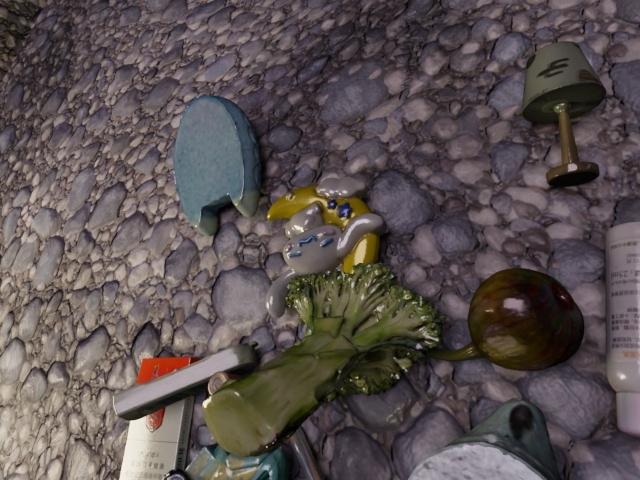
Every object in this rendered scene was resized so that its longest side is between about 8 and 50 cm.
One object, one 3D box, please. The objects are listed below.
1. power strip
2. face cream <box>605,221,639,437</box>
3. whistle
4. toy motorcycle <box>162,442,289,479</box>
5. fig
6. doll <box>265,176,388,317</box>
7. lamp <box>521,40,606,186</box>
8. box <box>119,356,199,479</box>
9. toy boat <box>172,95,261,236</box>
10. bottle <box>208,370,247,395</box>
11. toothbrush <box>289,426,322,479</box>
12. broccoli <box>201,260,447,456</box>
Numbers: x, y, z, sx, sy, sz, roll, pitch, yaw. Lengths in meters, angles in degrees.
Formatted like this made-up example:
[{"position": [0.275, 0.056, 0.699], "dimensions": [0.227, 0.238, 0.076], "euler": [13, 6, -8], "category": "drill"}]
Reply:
[{"position": [-0.244, 0.260, 0.827], "dimensions": [0.286, 0.080, 0.048], "euler": [-23, 66, -2], "category": "power strip"}, {"position": [0.413, 0.112, 0.573], "dimensions": [0.082, 0.082, 0.269], "euler": [3, 70, 29], "category": "face cream"}, {"position": [0.216, 0.400, 0.502], "dimensions": [0.188, 0.168, 0.405], "euler": [-18, 66, 21], "category": "whistle"}, {"position": [-0.145, 0.422, 0.729], "dimensions": [0.198, 0.109, 0.296], "euler": [39, 88, 24], "category": "toy motorcycle"}, {"position": [0.240, 0.137, 0.643], "dimensions": [0.245, 0.149, 0.149], "euler": [-41, 52, 37], "category": "fig"}, {"position": [0.000, 0.000, 0.821], "dimensions": [0.252, 0.111, 0.237], "euler": [-17, 70, 9], "category": "doll"}, {"position": [0.384, -0.198, 0.703], "dimensions": [0.121, 0.121, 0.215], "euler": [-7, 75, 25], "category": "lamp"}, {"position": [-0.316, 0.357, 0.878], "dimensions": [0.139, 0.035, 0.245], "euler": [-8, 66, 25], "category": "box"}, {"position": [-0.227, -0.178, 1.038], "dimensions": [0.215, 0.123, 0.330], "euler": [-26, 70, 25], "category": "toy boat"}, {"position": [-0.155, 0.261, 0.796], "dimensions": [0.045, 0.096, 0.045], "euler": [-10, 65, 23], "category": "bottle"}, {"position": [0.005, 0.390, 0.668], "dimensions": [0.037, 0.028, 0.375], "euler": [-51, 44, 16], "category": "toothbrush"}, {"position": [-0.013, 0.170, 0.622], "dimensions": [0.252, 0.361, 0.221], "euler": [-7, 97, 51], "category": "broccoli"}]
